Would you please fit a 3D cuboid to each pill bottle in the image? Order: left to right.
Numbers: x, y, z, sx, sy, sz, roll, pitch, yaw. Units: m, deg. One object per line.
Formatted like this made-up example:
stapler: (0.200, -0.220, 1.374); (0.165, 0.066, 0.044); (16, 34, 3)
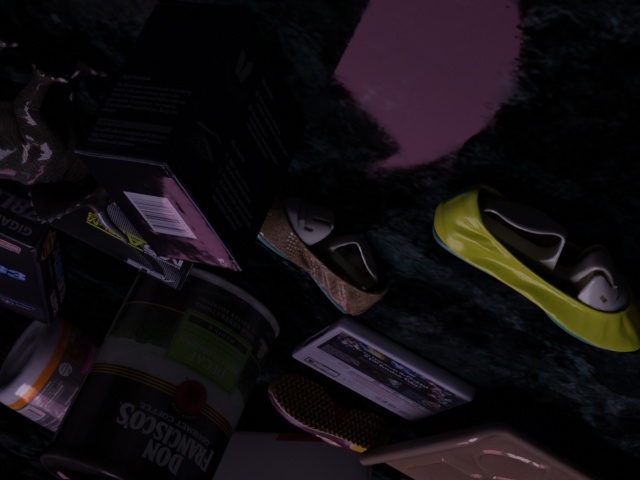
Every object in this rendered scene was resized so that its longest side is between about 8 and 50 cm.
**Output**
pill bottle: (-0.355, 0.245, 1.843); (0.278, 0.162, 0.162); (35, 153, -24)

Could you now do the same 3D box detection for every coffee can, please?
coffee can: (-0.195, 0.191, 1.455); (0.201, 0.275, 0.201); (19, 155, 9)

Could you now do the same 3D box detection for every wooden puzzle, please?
wooden puzzle: (0.269, 0.308, 1.522); (0.348, 0.080, 0.322); (27, 156, -16)

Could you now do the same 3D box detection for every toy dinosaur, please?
toy dinosaur: (-0.299, -0.117, 1.073); (0.313, 0.121, 0.160); (26, 110, -4)

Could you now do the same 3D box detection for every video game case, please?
video game case: (0.076, 0.164, 1.465); (0.190, 0.022, 0.173); (30, 155, -10)

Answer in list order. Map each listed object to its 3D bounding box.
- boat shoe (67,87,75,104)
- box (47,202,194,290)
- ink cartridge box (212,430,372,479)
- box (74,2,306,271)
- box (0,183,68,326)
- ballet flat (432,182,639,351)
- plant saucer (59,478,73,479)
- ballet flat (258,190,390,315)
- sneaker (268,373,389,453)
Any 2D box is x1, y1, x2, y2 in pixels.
boat shoe: (-0.266, -0.123, 1.176); (0.038, 0.046, 0.125); (28, 147, 3)
box: (-0.221, -0.028, 1.322); (0.191, 0.045, 0.184); (27, 153, -6)
ink cartridge box: (-0.100, 0.418, 1.857); (0.279, 0.160, 0.384); (3, 159, -13)
box: (-0.100, -0.084, 0.966); (0.093, 0.158, 0.156); (10, 151, 27)
box: (-0.487, -0.015, 1.556); (0.295, 0.073, 0.293); (23, 156, 0)
ballet flat: (0.205, 0.022, 1.016); (0.231, 0.077, 0.077); (31, 138, -9)
plant saucer: (-0.234, 0.341, 1.402); (0.188, 0.045, 0.188); (-2, 144, 45)
ballet flat: (0.000, 0.000, 1.176); (0.067, 0.073, 0.206); (-28, 132, 26)
sneaker: (0.002, 0.253, 1.650); (0.185, 0.069, 0.084); (30, 153, -8)
